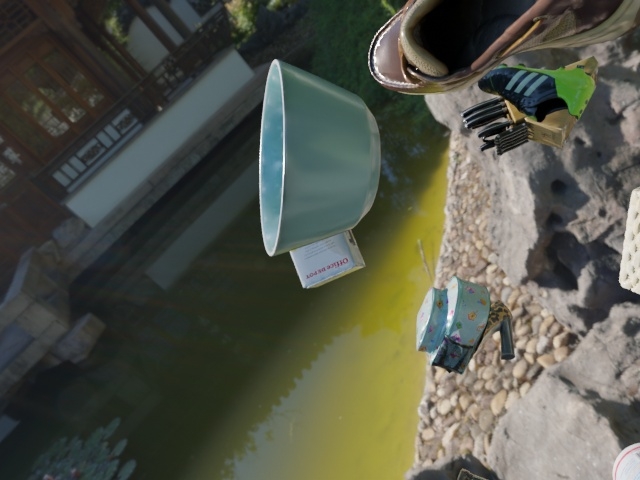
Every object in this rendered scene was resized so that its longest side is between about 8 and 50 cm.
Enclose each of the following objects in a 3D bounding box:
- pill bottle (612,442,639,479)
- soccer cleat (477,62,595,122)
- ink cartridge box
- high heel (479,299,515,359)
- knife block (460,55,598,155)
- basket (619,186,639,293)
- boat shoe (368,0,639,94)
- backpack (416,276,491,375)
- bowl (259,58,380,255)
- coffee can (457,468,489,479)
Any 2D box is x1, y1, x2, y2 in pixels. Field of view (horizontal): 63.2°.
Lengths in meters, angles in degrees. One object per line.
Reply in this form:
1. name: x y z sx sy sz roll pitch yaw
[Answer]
1. pill bottle: 0.434 0.324 0.631 0.087 0.087 0.160 -38 4 9
2. soccer cleat: 0.293 -0.209 0.738 0.179 0.060 0.072 23 96 51
3. ink cartridge box: 0.000 0.000 1.103 0.128 0.175 0.072 -24 -12 17
4. high heel: 0.428 0.248 1.518 0.262 0.093 0.186 5 51 5
5. knife block: 0.490 -0.328 1.249 0.242 0.088 0.275 27 81 29
6. basket: 1.004 0.006 1.333 0.267 0.331 0.328 -20 30 -20
7. boat shoe: 0.126 -0.208 0.499 0.123 0.123 0.342 -13 14 -24
8. backpack: 0.295 0.175 1.159 0.166 0.145 0.188 -65 0 -61
9. bowl: -0.005 -0.128 0.859 0.311 0.163 0.311 -179 90 -77
10. coffee can: 0.348 0.536 0.871 0.276 0.201 0.201 13 53 23
